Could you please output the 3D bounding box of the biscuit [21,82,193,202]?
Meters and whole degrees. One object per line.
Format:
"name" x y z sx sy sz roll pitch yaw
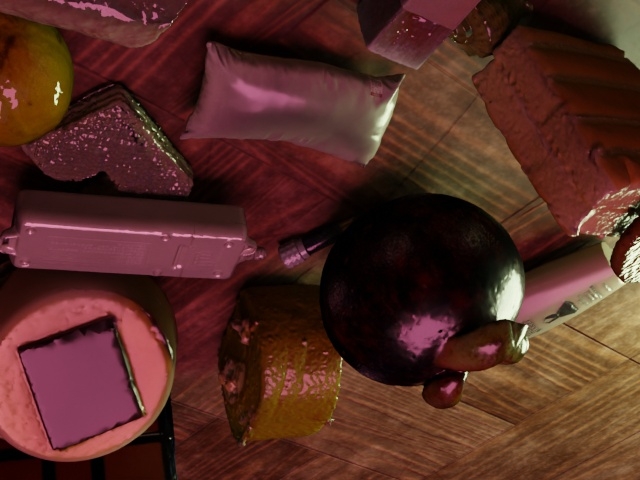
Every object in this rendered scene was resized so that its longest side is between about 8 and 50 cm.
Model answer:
"biscuit" -0.246 -0.082 1.558 0.147 0.046 0.250 -22 142 12

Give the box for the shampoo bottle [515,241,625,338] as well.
"shampoo bottle" 0.328 0.090 1.910 0.257 0.078 0.127 -29 140 22

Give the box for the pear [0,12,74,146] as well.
"pear" -0.334 -0.175 1.331 0.149 0.149 0.162 -16 150 5

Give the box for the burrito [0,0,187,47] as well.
"burrito" -0.253 -0.276 1.247 0.299 0.105 0.143 10 107 -25

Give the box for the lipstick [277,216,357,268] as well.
"lipstick" 0.000 0.000 1.742 0.116 0.037 0.037 -25 141 11

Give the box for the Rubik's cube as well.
"Rubik's cube" -0.355 0.341 1.877 0.293 0.283 0.288 -1 142 -9

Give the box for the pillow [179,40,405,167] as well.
"pillow" -0.034 -0.155 1.495 0.254 0.078 0.144 6 139 -24

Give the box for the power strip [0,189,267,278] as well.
"power strip" -0.228 -0.004 1.576 0.338 0.058 0.098 5 140 -18

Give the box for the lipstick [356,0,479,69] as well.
"lipstick" 0.177 -0.335 1.324 0.080 0.076 0.371 18 134 -31

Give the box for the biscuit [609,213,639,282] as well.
"biscuit" 0.409 -0.018 1.441 0.188 0.027 0.188 -23 151 -13

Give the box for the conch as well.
"conch" 0.187 -0.249 1.461 0.121 0.074 0.089 -20 164 -25

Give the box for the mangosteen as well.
"mangosteen" 0.141 0.078 1.678 0.288 0.288 0.288 -8 142 -6

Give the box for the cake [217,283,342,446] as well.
"cake" -0.064 0.190 1.848 0.156 0.179 0.260 1 140 -15

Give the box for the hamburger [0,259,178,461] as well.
"hamburger" -0.331 0.146 1.679 0.302 0.170 0.302 -8 113 -18

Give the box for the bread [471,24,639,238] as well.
"bread" 0.326 -0.118 1.474 0.246 0.239 0.111 -1 145 -44
